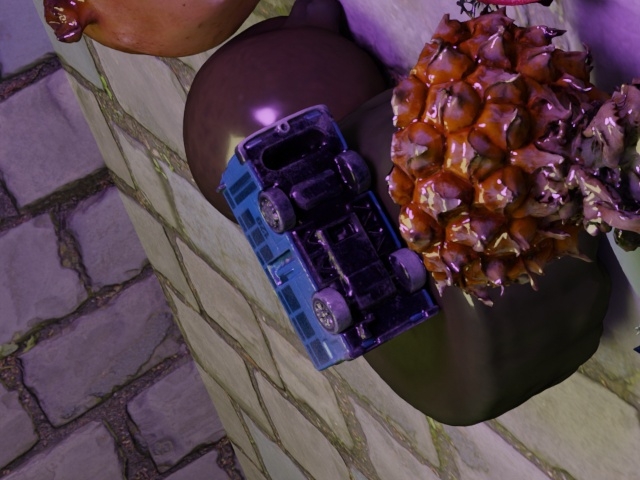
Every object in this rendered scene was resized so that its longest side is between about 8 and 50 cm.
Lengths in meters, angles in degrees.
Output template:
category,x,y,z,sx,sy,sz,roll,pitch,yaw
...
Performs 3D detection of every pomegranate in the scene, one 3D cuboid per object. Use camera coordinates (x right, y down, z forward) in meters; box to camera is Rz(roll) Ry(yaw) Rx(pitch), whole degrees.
category,x,y,z,sx,sy,sz,roll,pitch,yaw
pomegranate,-0.219,-0.359,1.738,0.338,0.338,0.338,51,162,24

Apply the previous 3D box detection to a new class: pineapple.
category,x,y,z,sx,sy,sz,roll,pitch,yaw
pineapple,0.227,-0.070,1.164,0.272,0.262,0.262,4,127,43

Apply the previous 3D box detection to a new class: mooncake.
category,x,y,z,sx,sy,sz,roll,pitch,yaw
mooncake,0.141,0.006,1.562,0.356,0.194,0.356,46,151,34

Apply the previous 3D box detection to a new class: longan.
category,x,y,z,sx,sy,sz,roll,pitch,yaw
longan,-0.041,-0.145,1.766,0.300,0.243,0.300,-174,90,-65

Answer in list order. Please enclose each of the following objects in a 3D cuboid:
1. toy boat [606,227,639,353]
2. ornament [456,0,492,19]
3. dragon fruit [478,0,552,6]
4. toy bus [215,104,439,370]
category,x,y,z,sx,sy,sz,roll,pitch,yaw
toy boat,0.304,0.002,1.311,0.210,0.070,0.291,-8,106,65
ornament,0.134,-0.261,1.401,0.073,0.028,0.125,45,157,37
dragon fruit,0.156,-0.274,1.211,0.153,0.153,0.111,75,-160,-45
toy bus,0.000,0.000,1.460,0.234,0.116,0.133,62,158,4
